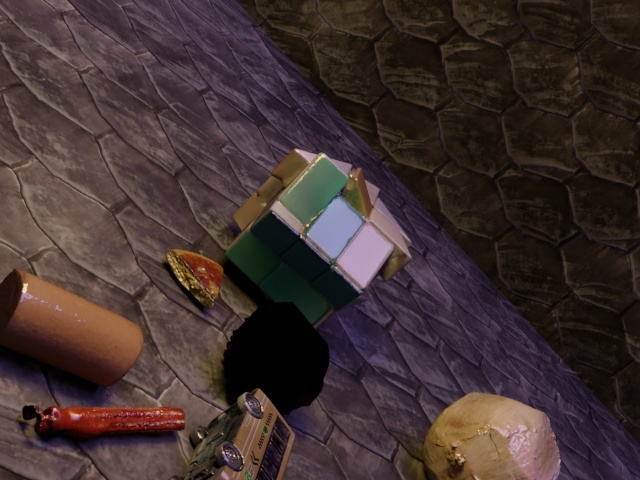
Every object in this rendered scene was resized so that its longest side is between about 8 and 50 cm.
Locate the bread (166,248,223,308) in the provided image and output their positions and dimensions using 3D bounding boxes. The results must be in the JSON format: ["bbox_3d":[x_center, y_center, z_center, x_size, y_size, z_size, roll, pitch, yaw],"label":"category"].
[{"bbox_3d":[-0.268,0.066,2.054,0.136,0.054,0.154,41,17,-21],"label":"bread"}]

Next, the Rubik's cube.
[{"bbox_3d":[0.000,0.000,2.254,0.387,0.358,0.368,45,22,-7],"label":"Rubik's cube"}]

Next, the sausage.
[{"bbox_3d":[-0.402,0.147,1.577,0.253,0.123,0.123,30,28,-36],"label":"sausage"}]

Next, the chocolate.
[{"bbox_3d":[-0.121,0.242,1.978,0.224,0.206,0.177,51,-24,-20],"label":"chocolate"}]

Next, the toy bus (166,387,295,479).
[{"bbox_3d":[-0.142,0.385,1.658,0.157,0.139,0.289,50,18,-10],"label":"toy bus"}]

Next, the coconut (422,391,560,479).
[{"bbox_3d":[0.378,0.498,2.239,0.297,0.297,0.254,50,39,4],"label":"coconut"}]

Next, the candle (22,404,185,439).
[{"bbox_3d":[-0.332,0.291,1.575,0.329,0.048,0.051,15,81,-54],"label":"candle"}]
